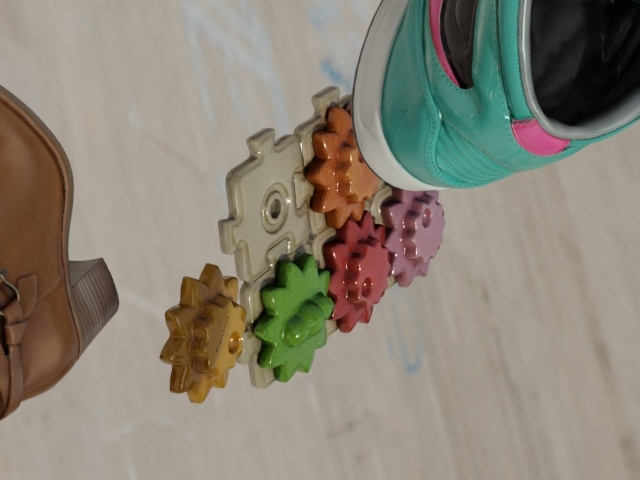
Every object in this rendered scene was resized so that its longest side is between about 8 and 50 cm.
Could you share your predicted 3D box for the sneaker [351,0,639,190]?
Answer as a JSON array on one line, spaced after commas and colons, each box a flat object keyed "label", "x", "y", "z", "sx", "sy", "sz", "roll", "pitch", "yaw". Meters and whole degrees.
[{"label": "sneaker", "x": 0.120, "y": -0.165, "z": 0.913, "sx": 0.124, "sy": 0.178, "sz": 0.295, "roll": 16, "pitch": 84, "yaw": -35}]

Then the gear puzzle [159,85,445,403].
[{"label": "gear puzzle", "x": 0.000, "y": 0.000, "z": 1.262, "sx": 0.339, "sy": 0.044, "sz": 0.175, "roll": -36, "pitch": 128, "yaw": -49}]

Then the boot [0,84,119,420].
[{"label": "boot", "x": -0.207, "y": 0.009, "z": 1.126, "sx": 0.152, "sy": 0.073, "sz": 0.197, "roll": -45, "pitch": 112, "yaw": -46}]
